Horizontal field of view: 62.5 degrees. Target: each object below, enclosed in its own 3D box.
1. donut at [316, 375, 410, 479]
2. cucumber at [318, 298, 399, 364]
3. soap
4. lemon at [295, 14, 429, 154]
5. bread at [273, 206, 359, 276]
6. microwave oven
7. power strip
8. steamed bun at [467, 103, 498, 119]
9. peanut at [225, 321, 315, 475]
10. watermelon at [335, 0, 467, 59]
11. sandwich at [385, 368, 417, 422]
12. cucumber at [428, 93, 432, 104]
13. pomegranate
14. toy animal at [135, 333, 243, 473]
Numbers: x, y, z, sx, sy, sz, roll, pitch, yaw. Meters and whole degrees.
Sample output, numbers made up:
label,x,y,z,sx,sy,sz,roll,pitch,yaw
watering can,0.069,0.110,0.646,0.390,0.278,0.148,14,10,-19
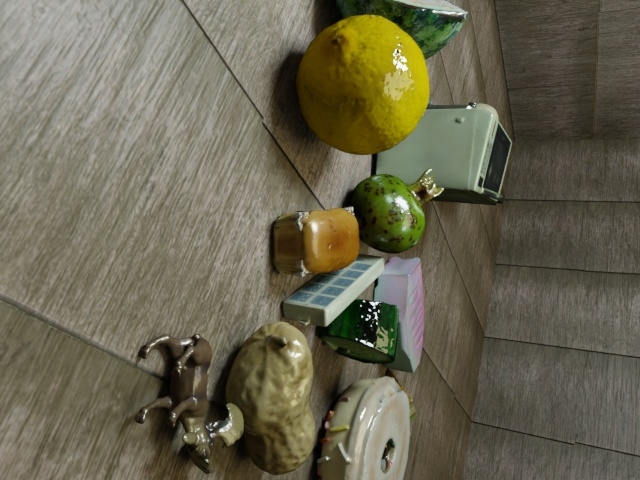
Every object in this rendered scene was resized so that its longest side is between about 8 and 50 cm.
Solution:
label,x,y,z,sx,sy,sz,roll,pitch,yaw
donut,0.115,0.536,1.359,0.383,0.142,0.382,-11,103,-61
cucumber,0.098,0.215,1.261,0.191,0.191,0.130,45,45,-55
soap,0.243,0.232,1.606,0.193,0.109,0.323,-38,127,-54
lemon,0.086,-0.308,1.070,0.293,0.293,0.293,-13,104,-61
bread,0.000,0.000,1.119,0.241,0.107,0.136,-10,99,-62
microwave oven,0.379,-0.249,1.564,0.394,0.333,0.247,4,93,-63
power strip,0.044,0.099,1.213,0.367,0.106,0.043,-33,125,-58
steamed bun,0.554,-0.353,1.998,0.334,0.233,0.311,-42,127,-64
peanut,-0.092,0.292,0.951,0.159,0.143,0.291,-13,114,-26
watermelon,0.158,-0.498,1.159,0.180,0.305,0.224,-51,151,2
sandwich,0.192,0.526,1.647,0.187,0.144,0.117,-33,130,-13
cucumber,0.326,-0.476,1.734,0.112,0.064,0.064,32,65,-57
pomegranate,0.188,-0.082,1.332,0.211,0.263,0.211,52,11,-14
toy animal,-0.189,0.251,0.804,0.186,0.094,0.214,35,54,-68
